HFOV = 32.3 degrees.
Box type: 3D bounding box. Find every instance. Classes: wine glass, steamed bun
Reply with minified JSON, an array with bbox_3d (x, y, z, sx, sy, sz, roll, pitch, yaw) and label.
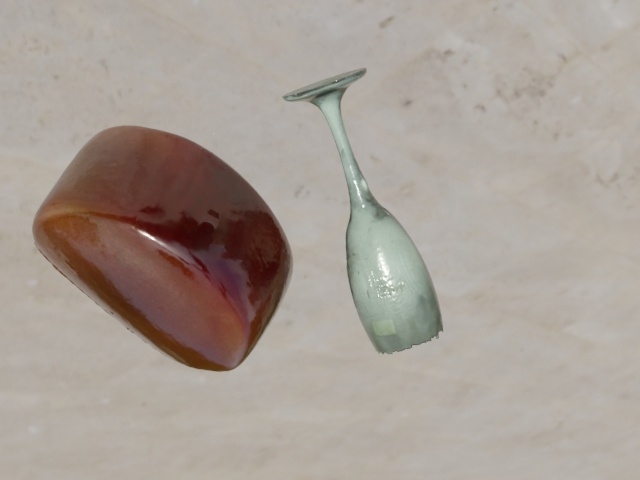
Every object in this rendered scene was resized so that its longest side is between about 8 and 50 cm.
[{"bbox_3d":[0.000,0.000,1.175,0.096,0.310,0.264,-8,-165,43],"label":"wine glass"},{"bbox_3d":[-0.206,0.003,1.602,0.379,0.235,0.248,41,142,-14],"label":"steamed bun"}]
